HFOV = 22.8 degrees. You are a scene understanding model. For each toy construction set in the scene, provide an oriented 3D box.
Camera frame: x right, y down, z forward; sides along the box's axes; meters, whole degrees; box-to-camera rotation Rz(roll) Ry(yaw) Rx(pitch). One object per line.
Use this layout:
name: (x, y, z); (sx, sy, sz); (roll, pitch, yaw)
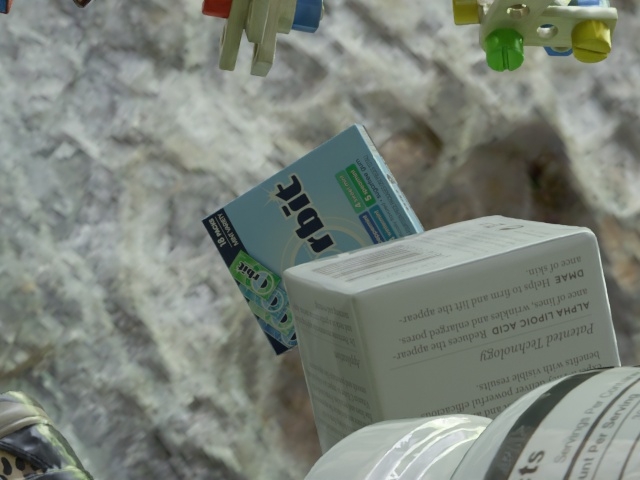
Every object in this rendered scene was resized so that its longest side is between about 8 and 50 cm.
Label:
toy construction set: (0.075, -0.214, 1.153); (0.328, 0.215, 0.151); (-4, -121, -18)

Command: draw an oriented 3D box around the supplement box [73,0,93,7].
supplement box: (-0.123, -0.182, 0.902); (0.055, 0.083, 0.043); (44, -160, -5)

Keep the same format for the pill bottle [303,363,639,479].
pill bottle: (0.125, 0.112, 0.429); (0.162, 0.278, 0.162); (8, -102, -45)

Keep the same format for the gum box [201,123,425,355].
gum box: (0.000, 0.000, 1.550); (0.157, 0.184, 0.041); (61, -165, 7)

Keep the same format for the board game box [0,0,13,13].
board game box: (-0.343, -0.243, 1.064); (0.281, 0.145, 0.027); (10, -144, -4)

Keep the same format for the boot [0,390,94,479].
boot: (-0.271, 0.322, 1.158); (0.284, 0.138, 0.377); (40, -112, 22)

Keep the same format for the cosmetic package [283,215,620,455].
cosmetic package: (0.084, 0.093, 0.954); (0.152, 0.151, 0.183); (-15, -81, -15)
